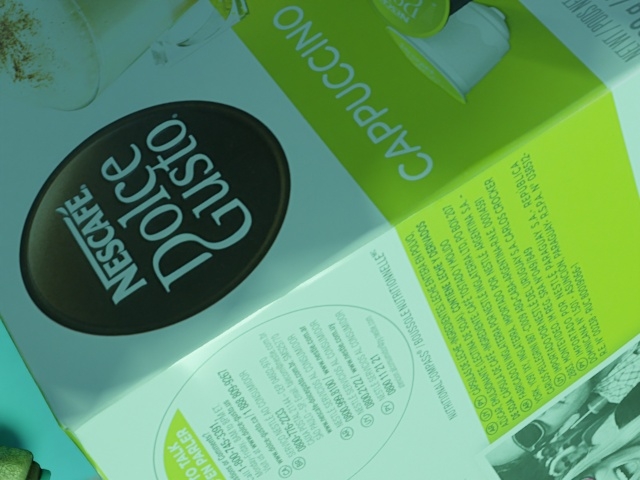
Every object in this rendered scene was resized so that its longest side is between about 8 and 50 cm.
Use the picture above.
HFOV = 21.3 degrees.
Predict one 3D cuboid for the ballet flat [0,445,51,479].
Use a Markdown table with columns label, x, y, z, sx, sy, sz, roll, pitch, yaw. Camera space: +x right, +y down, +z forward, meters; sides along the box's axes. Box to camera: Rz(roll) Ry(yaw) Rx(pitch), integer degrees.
| label | x | y | z | sx | sy | sz | roll | pitch | yaw |
| --- | --- | --- | --- | --- | --- | --- | --- | --- | --- |
| ballet flat | -0.260 | 0.291 | 1.185 | 0.123 | 0.123 | 0.348 | -2 | 118 | -24 |

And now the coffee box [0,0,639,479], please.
| label | x | y | z | sx | sy | sz | roll | pitch | yaw |
| --- | --- | --- | --- | --- | --- | --- | --- | --- | --- |
| coffee box | 0.000 | 0.000 | 0.962 | 0.334 | 0.337 | 0.338 | -32 | 138 | -5 |
